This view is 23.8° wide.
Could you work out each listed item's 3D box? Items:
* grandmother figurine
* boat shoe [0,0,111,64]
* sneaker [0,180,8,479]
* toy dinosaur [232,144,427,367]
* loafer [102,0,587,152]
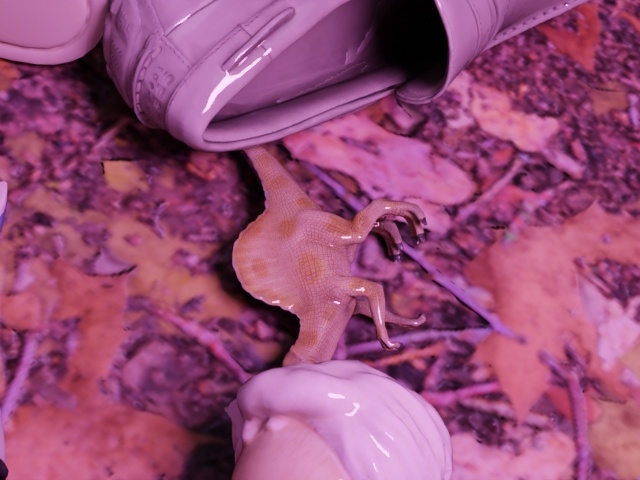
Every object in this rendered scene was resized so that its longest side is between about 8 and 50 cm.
[{"bbox_3d":[-0.071,0.165,0.552,0.207,0.104,0.342,24,51,30],"label":"grandmother figurine"},{"bbox_3d":[-0.251,-0.194,0.774,0.324,0.117,0.097,20,47,-6],"label":"boat shoe"},{"bbox_3d":[-0.208,0.021,0.620,0.127,0.182,0.315,-8,28,-23],"label":"sneaker"},{"bbox_3d":[0.000,0.000,0.735,0.092,0.053,0.183,-4,55,-17],"label":"toy dinosaur"},{"bbox_3d":[0.046,-0.118,0.795,0.319,0.112,0.111,-21,52,-22],"label":"loafer"}]
